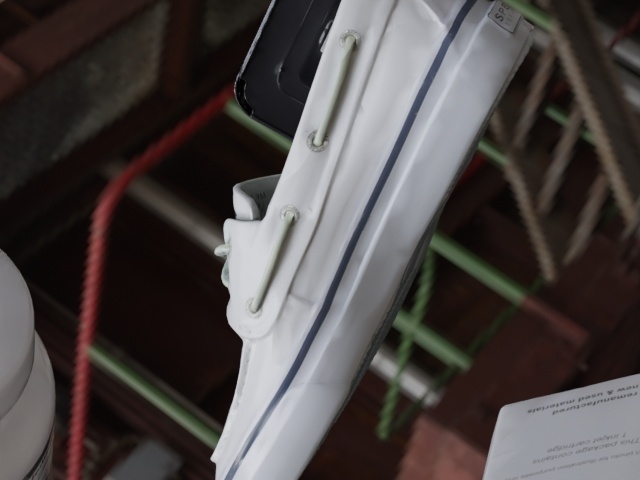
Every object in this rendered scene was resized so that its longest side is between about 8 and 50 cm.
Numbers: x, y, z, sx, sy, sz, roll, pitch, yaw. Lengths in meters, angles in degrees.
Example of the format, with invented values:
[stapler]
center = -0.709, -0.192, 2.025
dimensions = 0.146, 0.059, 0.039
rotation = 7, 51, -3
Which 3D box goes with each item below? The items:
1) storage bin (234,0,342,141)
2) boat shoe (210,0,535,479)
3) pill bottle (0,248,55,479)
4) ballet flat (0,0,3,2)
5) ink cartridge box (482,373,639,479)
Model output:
[storage bin]
center = 0.033, -0.150, 1.252
dimensions = 0.180, 0.122, 0.084
rotation = -63, -4, 27
[boat shoe]
center = 0.000, 0.000, 0.690
dimensions = 0.226, 0.076, 0.083
rotation = -63, -6, 17
[pill bottle]
center = -0.309, 0.152, 1.393
dimensions = 0.210, 0.210, 0.363
rotation = -43, -18, -31
[ballet flat]
center = -0.257, -0.160, 1.151
dimensions = 0.206, 0.067, 0.073
rotation = -27, -71, -13
[ink cartridge box]
center = 0.162, 0.242, 0.927
dimensions = 0.306, 0.131, 0.226
rotation = -67, -42, -59
